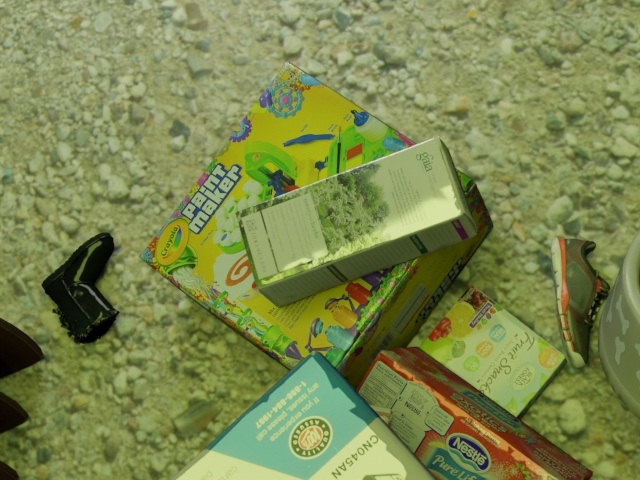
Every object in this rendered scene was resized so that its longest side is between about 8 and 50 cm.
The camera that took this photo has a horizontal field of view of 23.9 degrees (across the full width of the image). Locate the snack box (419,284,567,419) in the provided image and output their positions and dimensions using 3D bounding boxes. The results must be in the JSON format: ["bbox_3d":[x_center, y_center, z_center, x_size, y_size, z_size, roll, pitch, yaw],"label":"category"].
[{"bbox_3d":[0.200,0.132,1.749,0.141,0.037,0.100,39,87,20],"label":"snack box"}]

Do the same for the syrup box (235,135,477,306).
[{"bbox_3d":[0.040,-0.018,1.614,0.237,0.096,0.093,-20,71,8],"label":"syrup box"}]

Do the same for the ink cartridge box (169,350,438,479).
[{"bbox_3d":[0.028,0.352,1.510,0.285,0.166,0.395,-42,81,-4],"label":"ink cartridge box"}]

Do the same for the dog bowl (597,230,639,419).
[{"bbox_3d":[0.468,0.077,1.578,0.348,0.102,0.349,-2,42,2],"label":"dog bowl"}]

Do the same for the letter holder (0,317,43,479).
[{"bbox_3d":[-0.438,0.196,1.745,0.214,0.302,0.152,-25,69,5],"label":"letter holder"}]

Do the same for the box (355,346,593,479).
[{"bbox_3d":[0.154,0.239,1.667,0.257,0.122,0.128,35,103,21],"label":"box"}]

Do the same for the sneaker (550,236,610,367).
[{"bbox_3d":[0.303,0.067,1.735,0.065,0.061,0.158,-6,72,5],"label":"sneaker"}]

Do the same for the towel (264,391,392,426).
[{"bbox_3d":[-0.004,0.267,1.625,0.144,0.029,0.197,6,82,10],"label":"towel"}]

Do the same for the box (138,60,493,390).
[{"bbox_3d":[0.000,0.000,1.766,0.279,0.177,0.290,35,85,21],"label":"box"}]

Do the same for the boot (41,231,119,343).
[{"bbox_3d":[-0.285,0.062,1.888,0.121,0.045,0.099,-41,66,7],"label":"boot"}]
